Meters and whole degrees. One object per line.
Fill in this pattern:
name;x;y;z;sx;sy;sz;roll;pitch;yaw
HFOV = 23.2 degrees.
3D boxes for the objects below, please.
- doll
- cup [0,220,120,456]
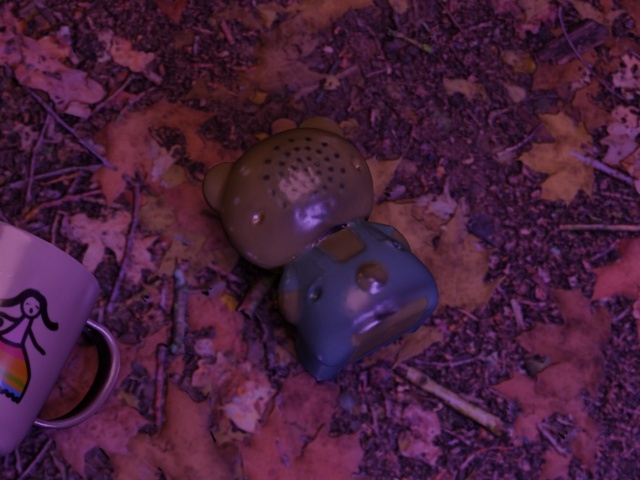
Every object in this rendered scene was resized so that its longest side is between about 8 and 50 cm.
doll;0.000;0.000;1.689;0.177;0.161;0.261;-28;77;-16
cup;-0.328;0.116;1.597;0.253;0.191;0.200;33;67;-30
